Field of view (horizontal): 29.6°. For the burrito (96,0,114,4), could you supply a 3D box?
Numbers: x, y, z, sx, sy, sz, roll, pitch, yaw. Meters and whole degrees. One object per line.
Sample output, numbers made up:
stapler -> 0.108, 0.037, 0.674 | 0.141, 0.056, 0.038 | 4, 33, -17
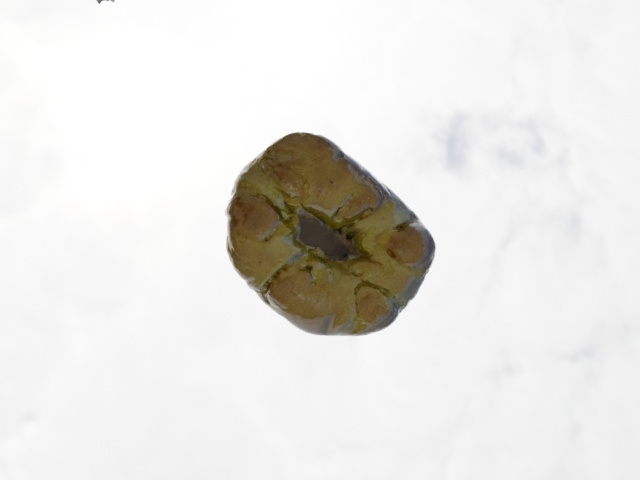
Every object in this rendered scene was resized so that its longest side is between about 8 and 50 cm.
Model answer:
burrito -> -0.239, -0.395, 1.539 | 0.203, 0.064, 0.064 | -53, -124, 19

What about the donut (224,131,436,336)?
donut -> 0.000, 0.000, 1.484 | 0.261, 0.128, 0.208 | 44, -96, -6
